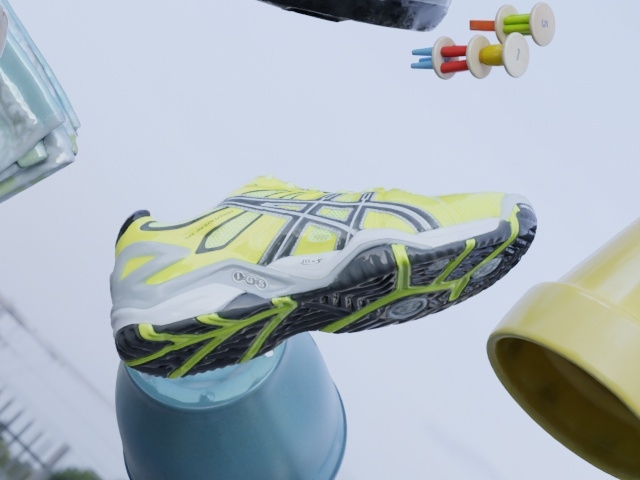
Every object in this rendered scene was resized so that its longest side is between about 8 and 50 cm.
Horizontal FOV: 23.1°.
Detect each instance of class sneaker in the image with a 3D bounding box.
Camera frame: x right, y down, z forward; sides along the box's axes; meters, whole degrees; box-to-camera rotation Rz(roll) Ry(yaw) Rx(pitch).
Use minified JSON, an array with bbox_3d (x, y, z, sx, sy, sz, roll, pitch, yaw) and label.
[{"bbox_3d":[0.000,0.000,1.363,0.145,0.384,0.147,94,-17,-62],"label":"sneaker"}]

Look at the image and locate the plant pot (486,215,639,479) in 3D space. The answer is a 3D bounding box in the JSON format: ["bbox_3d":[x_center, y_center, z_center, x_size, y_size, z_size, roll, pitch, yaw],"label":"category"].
[{"bbox_3d":[0.353,0.105,1.729,0.254,0.239,0.254,38,-18,15],"label":"plant pot"}]

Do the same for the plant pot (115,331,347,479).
[{"bbox_3d":[-0.114,0.168,1.766,0.271,0.271,0.255,38,-21,25],"label":"plant pot"}]

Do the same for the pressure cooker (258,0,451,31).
[{"bbox_3d":[0.030,-0.494,1.955,0.370,0.420,0.375,13,11,6],"label":"pressure cooker"}]

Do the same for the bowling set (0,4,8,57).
[{"bbox_3d":[-0.387,-0.129,1.122,0.287,0.154,0.200,-10,-37,44],"label":"bowling set"}]

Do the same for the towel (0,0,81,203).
[{"bbox_3d":[-0.435,-0.159,1.443,0.374,0.320,0.090,58,13,1],"label":"towel"}]

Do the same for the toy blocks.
[{"bbox_3d":[0.189,-0.237,1.863,0.148,0.123,0.054,3,-51,40],"label":"toy blocks"}]
